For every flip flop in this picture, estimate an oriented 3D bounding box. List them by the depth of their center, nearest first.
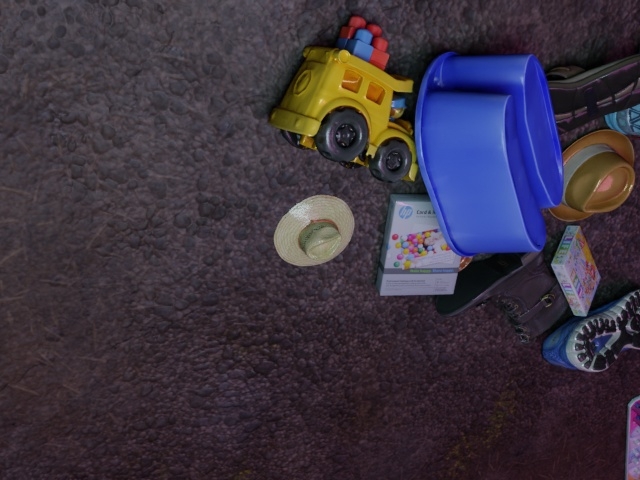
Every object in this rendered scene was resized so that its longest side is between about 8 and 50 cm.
[{"bbox_3d":[0.418,-0.250,1.224,0.277,0.080,0.112,-18,133,10],"label":"flip flop"}]

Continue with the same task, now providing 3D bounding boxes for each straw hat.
[{"bbox_3d":[0.000,0.000,1.224,0.144,0.061,0.144,-9,121,-16],"label":"straw hat"}]

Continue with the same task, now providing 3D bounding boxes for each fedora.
[{"bbox_3d":[0.510,-0.106,1.354,0.194,0.079,0.194,-10,122,-16],"label":"fedora"}]

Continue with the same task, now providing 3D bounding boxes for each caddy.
[{"bbox_3d":[0.251,-0.129,1.149,0.241,0.179,0.341,-55,134,-37],"label":"caddy"}]

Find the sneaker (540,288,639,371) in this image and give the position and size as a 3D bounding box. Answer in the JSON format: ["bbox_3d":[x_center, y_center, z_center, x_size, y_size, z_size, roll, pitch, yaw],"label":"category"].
[{"bbox_3d":[0.583,0.184,1.537,0.330,0.147,0.129,-11,89,-34],"label":"sneaker"}]

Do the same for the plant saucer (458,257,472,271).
[{"bbox_3d":[0.245,0.024,1.364,0.083,0.013,0.083,-9,122,-15],"label":"plant saucer"}]

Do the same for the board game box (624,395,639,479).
[{"bbox_3d":[0.969,0.488,1.902,0.390,0.050,0.390,-20,124,-9],"label":"board game box"}]

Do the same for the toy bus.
[{"bbox_3d":[0.063,-0.210,1.092,0.220,0.149,0.211,20,94,-32],"label":"toy bus"}]

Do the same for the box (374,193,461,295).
[{"bbox_3d":[0.181,0.009,1.305,0.145,0.038,0.186,0,116,-15],"label":"box"}]

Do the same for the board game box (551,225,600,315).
[{"bbox_3d":[0.503,0.060,1.444,0.154,0.026,0.103,55,54,-34],"label":"board game box"}]

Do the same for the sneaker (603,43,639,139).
[{"bbox_3d":[0.602,-0.290,1.254,0.104,0.125,0.262,10,115,-27],"label":"sneaker"}]

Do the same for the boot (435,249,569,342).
[{"bbox_3d":[0.368,0.122,1.424,0.263,0.091,0.229,-35,125,-2],"label":"boot"}]
